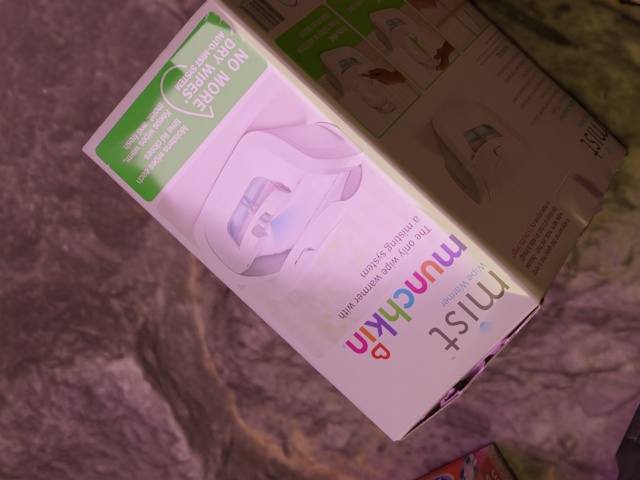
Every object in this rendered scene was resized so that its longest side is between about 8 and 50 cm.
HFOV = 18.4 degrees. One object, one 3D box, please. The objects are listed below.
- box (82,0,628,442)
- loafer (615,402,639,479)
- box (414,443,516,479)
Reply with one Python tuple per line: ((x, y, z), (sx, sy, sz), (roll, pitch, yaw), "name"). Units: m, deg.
((0.035, -0.052, 1.109), (0.231, 0.262, 0.127), (43, 117, -1), "box")
((0.201, 0.189, 1.169), (0.084, 0.096, 0.267), (35, 73, -17), "loafer")
((0.115, 0.307, 1.276), (0.154, 0.142, 0.300), (-29, 98, 24), "box")
